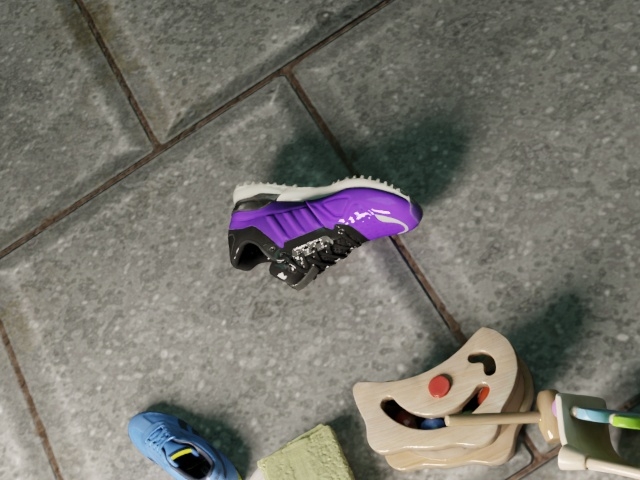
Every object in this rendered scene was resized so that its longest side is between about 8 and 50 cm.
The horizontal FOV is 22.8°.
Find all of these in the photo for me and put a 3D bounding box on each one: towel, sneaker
[{"bbox_3d":[-0.009,0.304,1.972,0.110,0.027,0.148,-30,50,2],"label":"towel"},{"bbox_3d":[-0.187,0.270,2.069,0.209,0.082,0.069,31,77,39],"label":"sneaker"},{"bbox_3d":[0.000,0.000,2.155,0.293,0.102,0.146,-2,62,31],"label":"sneaker"}]

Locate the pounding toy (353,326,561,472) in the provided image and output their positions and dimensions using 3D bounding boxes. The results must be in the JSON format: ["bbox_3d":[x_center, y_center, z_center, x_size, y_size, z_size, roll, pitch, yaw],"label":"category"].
[{"bbox_3d":[0.164,0.178,1.909,0.270,0.155,0.154,-8,60,21],"label":"pounding toy"}]

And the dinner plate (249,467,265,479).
[{"bbox_3d":[-0.037,0.322,2.002,0.141,0.017,0.141,-12,55,17],"label":"dinner plate"}]

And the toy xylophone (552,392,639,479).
[{"bbox_3d":[0.398,0.226,1.725,0.323,0.236,0.081,6,86,29],"label":"toy xylophone"}]
